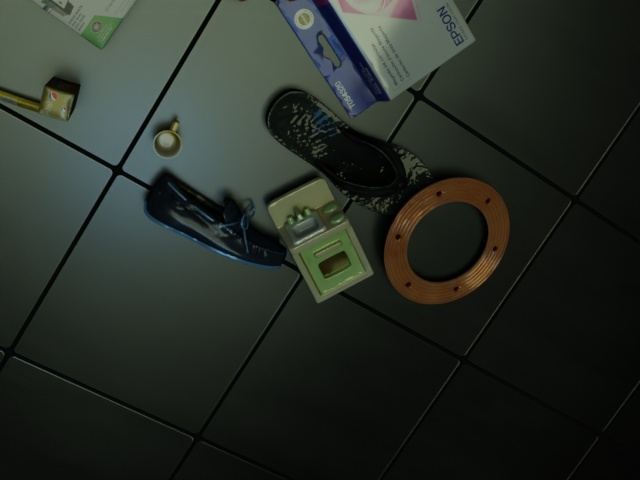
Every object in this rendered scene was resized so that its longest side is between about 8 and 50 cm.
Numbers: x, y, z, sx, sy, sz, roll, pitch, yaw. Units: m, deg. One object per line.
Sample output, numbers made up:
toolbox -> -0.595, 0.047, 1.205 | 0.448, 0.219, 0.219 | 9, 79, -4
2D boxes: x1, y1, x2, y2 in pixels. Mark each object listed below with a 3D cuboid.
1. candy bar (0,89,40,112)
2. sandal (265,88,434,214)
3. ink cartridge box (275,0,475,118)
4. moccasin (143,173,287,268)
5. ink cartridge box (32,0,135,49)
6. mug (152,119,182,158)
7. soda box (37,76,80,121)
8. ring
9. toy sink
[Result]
candy bar -> -0.619, -0.289, 1.825 | 0.162, 0.040, 0.018 | 18, 75, -17
sandal -> 0.074, -0.179, 1.970 | 0.446, 0.107, 0.167 | 28, 101, -20
ink cartridge box -> 0.126, -0.483, 1.906 | 0.330, 0.071, 0.324 | -36, 112, 0
moccasin -> -0.221, -0.040, 1.938 | 0.342, 0.137, 0.116 | 23, 103, -19
ink cartridge box -> -0.491, -0.516, 1.749 | 0.219, 0.092, 0.160 | 34, 98, -20
mug -> -0.329, -0.220, 1.895 | 0.078, 0.064, 0.062 | -32, 111, -1
soda box -> -0.531, -0.290, 1.767 | 0.061, 0.181, 0.058 | 15, 103, -16
ring -> 0.303, 0.001, 2.093 | 0.337, 0.032, 0.336 | -9, 119, -17
toy sink -> 0.000, 0.000, 1.982 | 0.153, 0.131, 0.234 | -27, 121, -3
